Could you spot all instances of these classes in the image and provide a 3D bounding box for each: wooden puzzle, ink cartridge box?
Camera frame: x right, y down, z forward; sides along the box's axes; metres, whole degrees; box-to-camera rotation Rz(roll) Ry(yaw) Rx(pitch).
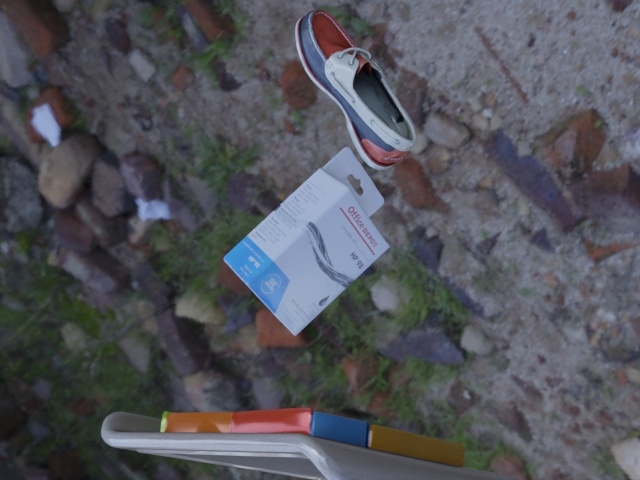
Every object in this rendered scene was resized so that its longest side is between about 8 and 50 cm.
[{"bbox_3d":[-0.003,0.149,0.651,0.238,0.044,0.221,-5,160,45],"label":"wooden puzzle"},{"bbox_3d":[0.000,0.000,0.976,0.060,0.180,0.104,41,172,48],"label":"ink cartridge box"}]

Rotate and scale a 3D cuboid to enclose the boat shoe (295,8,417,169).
[{"bbox_3d":[0.028,-0.119,0.689,0.137,0.049,0.043,62,149,8],"label":"boat shoe"}]
